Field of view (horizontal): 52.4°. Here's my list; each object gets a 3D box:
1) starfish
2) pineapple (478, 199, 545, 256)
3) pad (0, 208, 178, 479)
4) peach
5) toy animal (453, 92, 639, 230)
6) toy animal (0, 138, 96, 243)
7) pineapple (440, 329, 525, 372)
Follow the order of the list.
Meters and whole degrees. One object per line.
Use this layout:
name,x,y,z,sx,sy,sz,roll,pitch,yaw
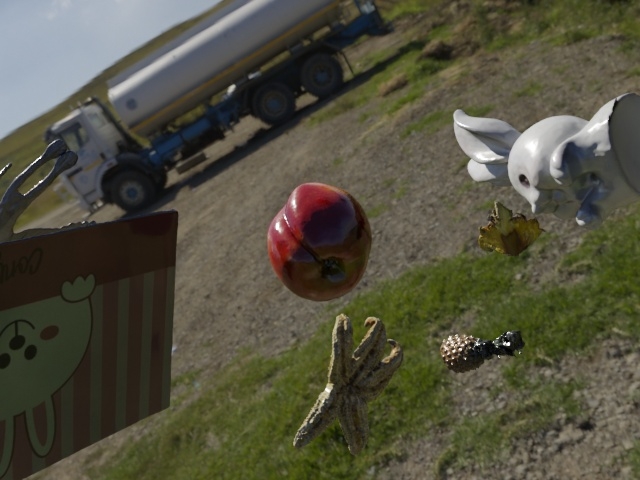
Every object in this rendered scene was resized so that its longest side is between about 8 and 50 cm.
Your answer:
starfish,0.046,0.234,1.011,0.238,0.216,0.071,-37,19,-23
pineapple,0.318,-0.019,1.123,0.114,0.114,0.077,-16,41,29
pad,-0.223,0.094,0.479,0.005,0.202,0.299,18,20,33
peach,-0.001,0.000,0.577,0.100,0.101,0.101,-27,15,8
toy animal,0.218,-0.075,0.670,0.220,0.103,0.131,-2,58,50
toy animal,-0.578,-0.023,1.210,0.302,0.225,0.284,-53,12,-25
pineapple,0.220,0.144,0.882,0.124,0.058,0.058,-34,6,48
